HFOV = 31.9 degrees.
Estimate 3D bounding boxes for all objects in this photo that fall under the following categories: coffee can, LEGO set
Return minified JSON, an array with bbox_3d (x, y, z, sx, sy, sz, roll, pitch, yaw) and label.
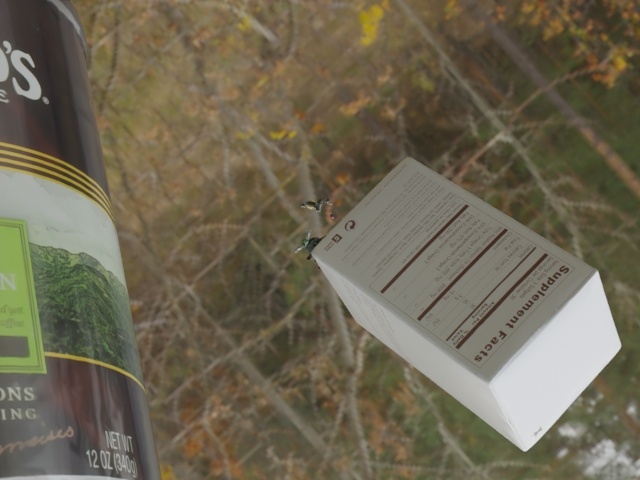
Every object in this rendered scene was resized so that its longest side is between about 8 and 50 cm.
[{"bbox_3d":[-0.192,0.025,0.530,0.201,0.275,0.201,-13,155,-6],"label":"coffee can"},{"bbox_3d":[0.002,-0.001,1.142,0.023,0.054,0.083,115,-18,-77],"label":"LEGO set"}]

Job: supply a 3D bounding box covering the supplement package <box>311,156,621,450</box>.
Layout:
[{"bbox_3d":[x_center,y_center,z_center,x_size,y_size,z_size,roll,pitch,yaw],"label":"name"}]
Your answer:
[{"bbox_3d":[0.101,0.041,0.781,0.105,0.179,0.105,-45,140,-11],"label":"supplement package"}]
